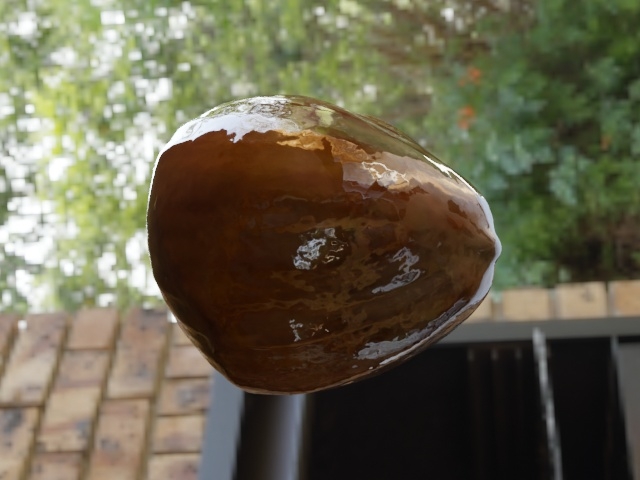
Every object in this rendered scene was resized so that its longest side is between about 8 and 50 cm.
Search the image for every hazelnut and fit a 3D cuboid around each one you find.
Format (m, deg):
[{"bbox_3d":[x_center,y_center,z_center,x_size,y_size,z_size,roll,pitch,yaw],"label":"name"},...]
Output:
[{"bbox_3d":[-0.001,0.010,0.924,0.210,0.186,0.210,43,-178,-2],"label":"hazelnut"}]
